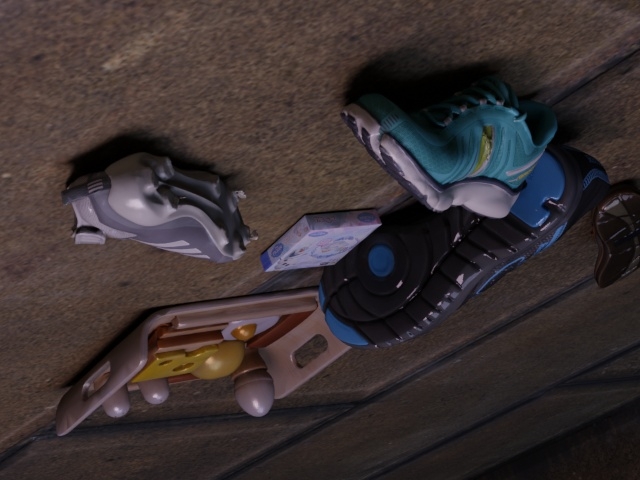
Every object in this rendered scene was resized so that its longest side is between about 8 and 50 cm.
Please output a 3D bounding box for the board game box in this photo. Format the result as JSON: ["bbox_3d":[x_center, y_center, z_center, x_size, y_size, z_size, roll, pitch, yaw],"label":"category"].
[{"bbox_3d":[0.000,0.000,1.322,0.090,0.020,0.090,-5,157,-38],"label":"board game box"}]

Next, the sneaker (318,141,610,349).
[{"bbox_3d":[0.144,0.014,1.355,0.341,0.125,0.140,-31,164,35],"label":"sneaker"}]

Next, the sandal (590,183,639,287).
[{"bbox_3d":[0.359,-0.014,1.624,0.090,0.060,0.219,-28,147,4],"label":"sandal"}]

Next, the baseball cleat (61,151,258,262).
[{"bbox_3d":[-0.134,-0.023,1.066,0.109,0.072,0.206,-12,160,18],"label":"baseball cleat"}]

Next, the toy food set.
[{"bbox_3d":[-0.120,0.149,1.499,0.306,0.092,0.220,-6,157,-38],"label":"toy food set"}]

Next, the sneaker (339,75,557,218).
[{"bbox_3d":[0.111,-0.093,1.102,0.110,0.107,0.275,-50,156,20],"label":"sneaker"}]
